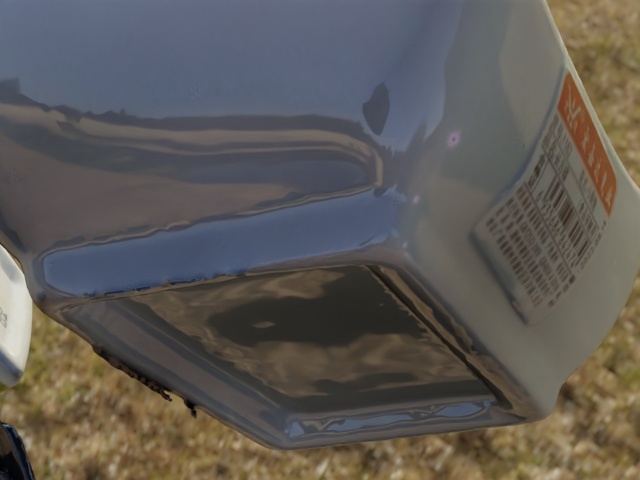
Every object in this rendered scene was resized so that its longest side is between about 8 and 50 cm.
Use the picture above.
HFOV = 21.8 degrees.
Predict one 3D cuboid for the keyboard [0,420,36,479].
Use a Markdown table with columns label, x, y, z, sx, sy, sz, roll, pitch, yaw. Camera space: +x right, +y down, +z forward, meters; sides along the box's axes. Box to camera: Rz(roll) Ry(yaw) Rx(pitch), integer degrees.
| label | x | y | z | sx | sy | sz | roll | pitch | yaw |
| --- | --- | --- | --- | --- | --- | --- | --- | --- | --- |
| keyboard | -0.167 | 0.098 | 0.611 | 0.015 | 0.197 | 0.074 | -27 | 107 | -47 |

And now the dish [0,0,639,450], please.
| label | x | y | z | sx | sy | sz | roll | pitch | yaw |
| --- | --- | --- | --- | --- | --- | --- | --- | --- | --- |
| dish | 0.000 | 0.000 | 0.434 | 0.151 | 0.212 | 0.077 | -8 | 67 | 18 |

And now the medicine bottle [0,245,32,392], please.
| label | x | y | z | sx | sy | sz | roll | pitch | yaw |
| --- | --- | --- | --- | --- | --- | --- | --- | --- | --- |
| medicine bottle | -0.241 | 0.039 | 0.742 | 0.132 | 0.189 | 0.088 | 56 | 13 | -30 |
